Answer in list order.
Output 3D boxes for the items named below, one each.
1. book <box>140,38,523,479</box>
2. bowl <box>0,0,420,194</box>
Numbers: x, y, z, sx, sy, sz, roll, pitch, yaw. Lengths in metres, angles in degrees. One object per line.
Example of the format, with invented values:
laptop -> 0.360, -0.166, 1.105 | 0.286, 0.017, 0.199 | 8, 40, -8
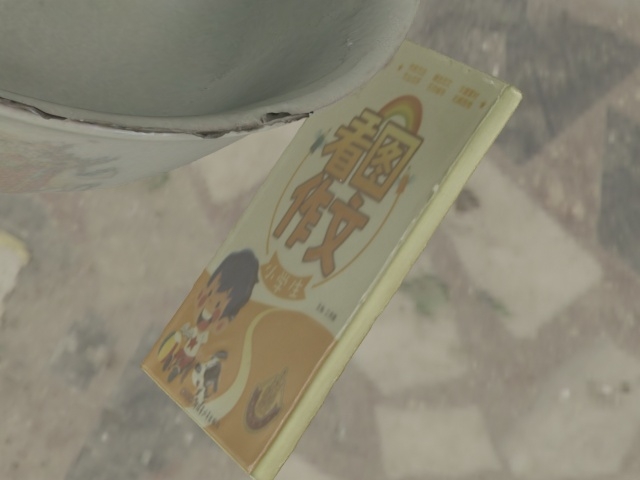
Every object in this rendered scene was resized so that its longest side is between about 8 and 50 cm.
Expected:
book -> 0.000, 0.000, 1.309 | 0.020, 0.208, 0.295 | 33, 90, -30
bowl -> -0.079, -0.067, 0.392 | 0.189, 0.189, 0.086 | 32, 129, -8
